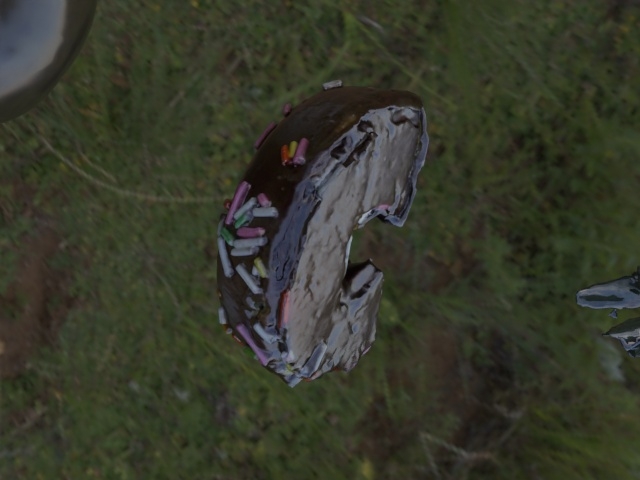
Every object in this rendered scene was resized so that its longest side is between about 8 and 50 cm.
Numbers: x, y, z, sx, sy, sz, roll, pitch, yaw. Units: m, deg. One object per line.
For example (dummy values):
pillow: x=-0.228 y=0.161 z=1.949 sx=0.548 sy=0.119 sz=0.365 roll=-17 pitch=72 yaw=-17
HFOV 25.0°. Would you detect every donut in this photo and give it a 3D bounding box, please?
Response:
donut: x=-0.013 y=0.002 z=1.574 sx=0.259 sy=0.136 sz=0.345 roll=-25 pitch=131 yaw=-50

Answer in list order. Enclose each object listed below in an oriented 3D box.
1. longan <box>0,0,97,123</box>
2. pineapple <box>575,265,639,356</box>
longan: x=-0.311 y=-0.202 z=1.134 sx=0.258 sy=0.258 sz=0.258 roll=-13 pitch=121 yaw=-24
pineapple: x=0.344 y=-0.001 z=0.913 sx=0.364 sy=0.165 sz=0.165 roll=-22 pitch=127 yaw=9
